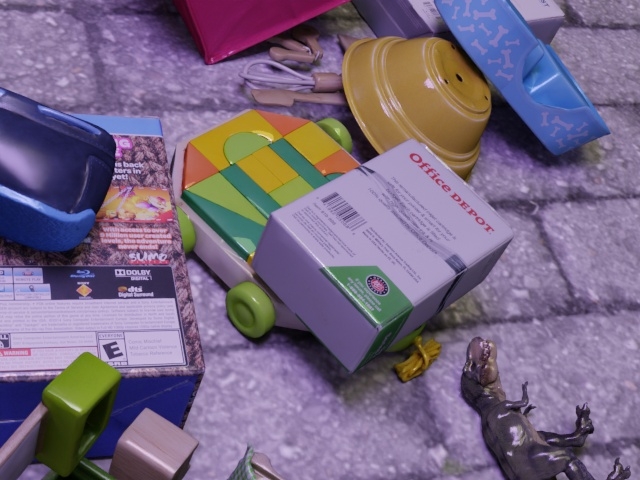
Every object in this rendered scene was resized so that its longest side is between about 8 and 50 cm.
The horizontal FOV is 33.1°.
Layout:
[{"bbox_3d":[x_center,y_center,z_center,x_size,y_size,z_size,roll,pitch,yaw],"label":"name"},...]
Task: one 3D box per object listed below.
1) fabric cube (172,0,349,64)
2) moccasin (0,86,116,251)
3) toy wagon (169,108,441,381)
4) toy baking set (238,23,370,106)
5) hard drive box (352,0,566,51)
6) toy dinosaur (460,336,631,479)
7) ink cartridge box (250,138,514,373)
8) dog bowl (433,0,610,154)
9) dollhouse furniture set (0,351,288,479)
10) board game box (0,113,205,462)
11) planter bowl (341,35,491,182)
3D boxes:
[{"bbox_3d":[-0.096,-0.416,1.266,0.259,0.254,0.258,-25,64,-5],"label":"fabric cube"},{"bbox_3d":[-0.329,-0.106,0.869,0.342,0.138,0.116,29,61,-10],"label":"moccasin"},{"bbox_3d":[0.000,0.000,1.131,0.344,0.068,0.267,43,50,17],"label":"toy wagon"},{"bbox_3d":[0.006,-0.197,1.313,0.197,0.030,0.256,16,34,1],"label":"toy baking set"},{"bbox_3d":[0.184,-0.320,1.462,0.232,0.089,0.181,-13,57,-29],"label":"hard drive box"},{"bbox_3d":[0.224,0.212,1.044,0.118,0.064,0.268,-11,56,-11],"label":"toy dinosaur"},{"bbox_3d":[0.063,0.009,1.044,0.208,0.087,0.153,-29,67,-36],"label":"ink cartridge box"},{"bbox_3d":[0.244,-0.218,1.316,0.297,0.074,0.166,42,21,-31],"label":"dog bowl"},{"bbox_3d":[-0.105,0.253,0.785,0.302,0.197,0.151,31,46,7],"label":"dollhouse furniture set"},{"bbox_3d":[-0.248,0.035,0.954,0.232,0.141,0.291,1,51,-20],"label":"board game box"},{"bbox_3d":[0.134,-0.169,1.259,0.217,0.090,0.217,27,46,-32],"label":"planter bowl"}]
